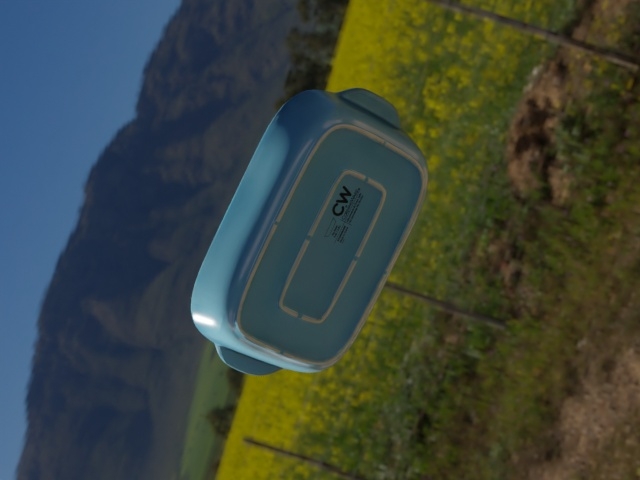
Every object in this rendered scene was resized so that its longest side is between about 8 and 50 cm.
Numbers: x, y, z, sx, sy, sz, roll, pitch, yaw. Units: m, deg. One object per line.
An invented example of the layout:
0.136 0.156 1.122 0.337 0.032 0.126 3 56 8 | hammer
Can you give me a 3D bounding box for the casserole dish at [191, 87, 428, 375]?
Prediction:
0.000 0.000 0.664 0.037 0.114 0.188 29 94 59 | casserole dish
